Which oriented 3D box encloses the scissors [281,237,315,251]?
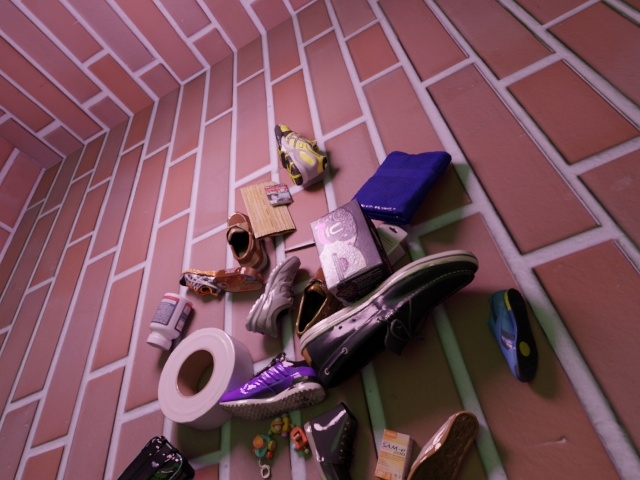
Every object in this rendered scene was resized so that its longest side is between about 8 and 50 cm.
[{"bbox_3d":[0.000,0.000,1.422,0.297,0.021,0.109,-27,48,11],"label":"scissors"}]

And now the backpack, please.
[{"bbox_3d":[-0.443,0.644,1.114,0.165,0.145,0.188,16,43,38],"label":"backpack"}]

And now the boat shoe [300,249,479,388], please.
[{"bbox_3d":[0.178,0.199,1.043,0.500,0.187,0.156,-33,53,9],"label":"boat shoe"}]

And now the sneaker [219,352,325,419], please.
[{"bbox_3d":[-0.129,0.386,1.152,0.293,0.102,0.146,-15,44,10],"label":"sneaker"}]

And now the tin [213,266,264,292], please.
[{"bbox_3d":[-0.278,0.135,1.442,0.189,0.106,0.040,-9,45,27],"label":"tin"}]

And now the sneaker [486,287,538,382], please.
[{"bbox_3d":[0.426,0.215,0.955,0.082,0.069,0.210,-40,42,50],"label":"sneaker"}]

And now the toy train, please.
[{"bbox_3d":[-0.106,0.512,1.074,0.166,0.046,0.125,-39,44,1],"label":"toy train"}]

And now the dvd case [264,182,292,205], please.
[{"bbox_3d":[-0.166,-0.181,1.652,0.087,0.013,0.120,-12,43,-14],"label":"dvd case"}]

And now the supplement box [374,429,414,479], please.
[{"bbox_3d":[0.163,0.476,0.931,0.062,0.036,0.099,-1,56,32],"label":"supplement box"}]

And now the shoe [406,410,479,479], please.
[{"bbox_3d":[0.255,0.451,0.884,0.076,0.058,0.219,38,85,14],"label":"shoe"}]

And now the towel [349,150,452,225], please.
[{"bbox_3d":[0.247,-0.168,1.319,0.227,0.076,0.308,11,49,42],"label":"towel"}]

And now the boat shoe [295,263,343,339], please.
[{"bbox_3d":[0.010,0.156,1.234,0.110,0.104,0.308,-6,54,30],"label":"boat shoe"}]

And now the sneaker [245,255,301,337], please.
[{"bbox_3d":[-0.121,0.179,1.333,0.115,0.105,0.282,23,66,11],"label":"sneaker"}]

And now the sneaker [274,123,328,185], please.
[{"bbox_3d":[-0.086,-0.354,1.700,0.147,0.145,0.385,-19,47,-9],"label":"sneaker"}]

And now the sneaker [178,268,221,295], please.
[{"bbox_3d":[-0.442,0.158,1.550,0.214,0.084,0.083,-4,59,30],"label":"sneaker"}]

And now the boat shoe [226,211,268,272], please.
[{"bbox_3d":[-0.282,-0.011,1.546,0.122,0.120,0.324,-37,45,3],"label":"boat shoe"}]

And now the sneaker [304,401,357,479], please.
[{"bbox_3d":[0.051,0.482,0.968,0.118,0.083,0.222,-38,43,2],"label":"sneaker"}]

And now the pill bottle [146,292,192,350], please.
[{"bbox_3d":[-0.535,0.286,1.489,0.107,0.108,0.180,-2,55,32],"label":"pill bottle"}]

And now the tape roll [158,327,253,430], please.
[{"bbox_3d":[-0.346,0.411,1.274,0.286,0.100,0.286,-18,49,22],"label":"tape roll"}]

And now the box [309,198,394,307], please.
[{"bbox_3d":[0.087,0.037,1.163,0.163,0.142,0.247,-27,46,13],"label":"box"}]

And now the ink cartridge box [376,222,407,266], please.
[{"bbox_3d":[0.174,0.035,1.252,0.180,0.060,0.104,-43,44,-3],"label":"ink cartridge box"}]

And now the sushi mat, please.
[{"bbox_3d":[-0.204,-0.123,1.615,0.151,0.019,0.317,-14,44,-11],"label":"sushi mat"}]
